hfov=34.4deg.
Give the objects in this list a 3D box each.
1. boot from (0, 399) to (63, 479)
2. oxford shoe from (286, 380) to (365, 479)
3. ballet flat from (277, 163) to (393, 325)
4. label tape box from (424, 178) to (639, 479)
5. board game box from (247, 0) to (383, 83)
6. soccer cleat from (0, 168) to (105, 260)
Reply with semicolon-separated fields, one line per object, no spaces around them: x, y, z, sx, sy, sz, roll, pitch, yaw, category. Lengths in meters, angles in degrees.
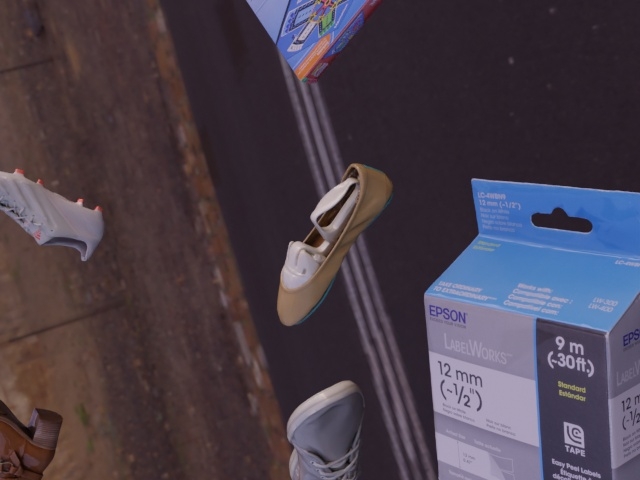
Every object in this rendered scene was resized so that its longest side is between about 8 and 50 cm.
-0.525;0.335;1.659;0.152;0.197;0.073;-67;22;9;boot
0.022;0.409;2.030;0.130;0.169;0.449;60;160;29;oxford shoe
0.000;0.000;1.312;0.073;0.232;0.080;33;-177;-39;ballet flat
0.235;0.120;1.113;0.249;0.115;0.348;10;113;49;label tape box
0.035;-0.312;1.065;0.281;0.027;0.145;-46;62;30;board game box
-0.375;-0.037;1.358;0.068;0.196;0.076;-18;53;54;soccer cleat
